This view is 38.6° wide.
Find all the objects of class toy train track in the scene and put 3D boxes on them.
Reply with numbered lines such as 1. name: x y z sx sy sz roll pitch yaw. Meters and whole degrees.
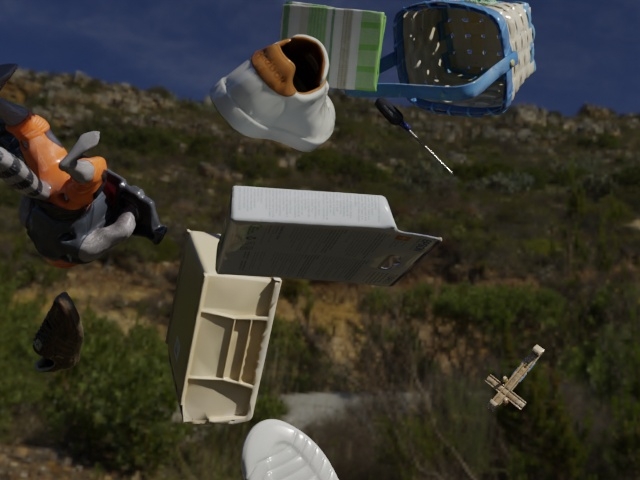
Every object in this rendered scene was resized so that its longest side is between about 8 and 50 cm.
1. toy train track: 0.202 0.142 0.947 0.048 0.083 0.014 38 -5 28

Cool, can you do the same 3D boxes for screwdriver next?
1. screwdriver: 0.151 -0.165 1.444 0.170 0.025 0.024 41 -27 -1

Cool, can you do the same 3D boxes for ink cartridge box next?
1. ink cartridge box: 0.000 0.000 1.036 0.224 0.045 0.223 6 -17 -10

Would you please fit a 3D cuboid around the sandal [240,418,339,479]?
1. sandal: -0.014 0.526 1.721 0.416 0.169 0.102 51 -33 1

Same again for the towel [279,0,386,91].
1. towel: 0.014 -0.272 1.287 0.152 0.113 0.023 11 14 17

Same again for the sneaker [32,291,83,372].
1. sneaker: -0.435 0.162 1.504 0.071 0.066 0.188 -22 -33 -30

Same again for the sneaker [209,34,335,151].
1. sneaker: -0.019 -0.183 1.125 0.123 0.106 0.290 -40 -6 18

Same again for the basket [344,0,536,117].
1. basket: 0.210 -0.301 1.538 0.255 0.289 0.201 11 -51 38

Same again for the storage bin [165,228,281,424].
1. storage bin: -0.174 0.140 1.538 0.123 0.260 0.262 8 15 -17

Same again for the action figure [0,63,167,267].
1. action figure: -0.403 -0.083 1.295 0.341 0.178 0.330 26 -34 18
